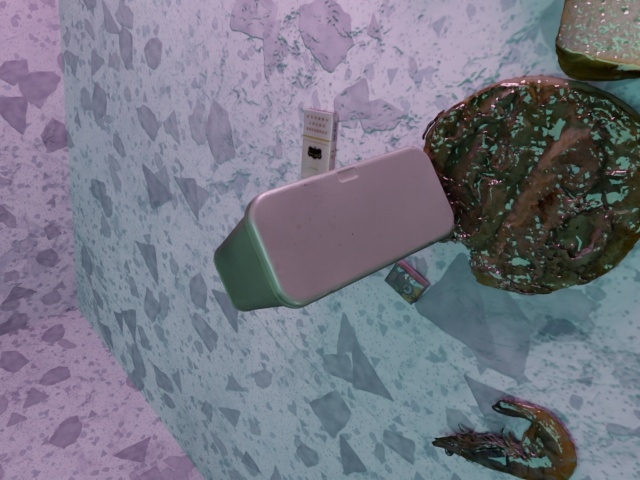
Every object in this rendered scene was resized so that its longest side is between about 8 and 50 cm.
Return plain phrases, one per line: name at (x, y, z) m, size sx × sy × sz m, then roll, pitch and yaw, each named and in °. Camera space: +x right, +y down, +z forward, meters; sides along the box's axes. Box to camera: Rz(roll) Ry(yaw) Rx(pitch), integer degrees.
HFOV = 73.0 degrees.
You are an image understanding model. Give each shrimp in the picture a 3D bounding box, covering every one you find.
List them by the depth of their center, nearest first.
shrimp at (0.360, 0.402, 0.896) m, size 0.296 × 0.058 × 0.168 m, roll -7°, pitch 93°, yaw 41°

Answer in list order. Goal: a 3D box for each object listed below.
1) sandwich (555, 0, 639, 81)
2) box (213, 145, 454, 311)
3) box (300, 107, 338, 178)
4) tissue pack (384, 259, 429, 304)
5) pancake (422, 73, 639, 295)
sandwich at (0.443, -0.302, 0.522) m, size 0.251 × 0.087 × 0.226 m, roll 24°, pitch 108°, yaw 35°
box at (0.000, 0.000, 0.819) m, size 0.177 × 0.352 × 0.344 m, roll 66°, pitch 152°, yaw 2°
box at (-0.005, -0.220, 1.019) m, size 0.090 × 0.024 × 0.166 m, roll 23°, pitch 120°, yaw 36°
tissue pack at (0.188, 0.092, 0.948) m, size 0.083 × 0.035 × 0.063 m, roll 43°, pitch 130°, yaw 23°
pancake at (0.327, -0.083, 0.728) m, size 0.383 × 0.071 × 0.381 m, roll 20°, pitch 122°, yaw 37°
